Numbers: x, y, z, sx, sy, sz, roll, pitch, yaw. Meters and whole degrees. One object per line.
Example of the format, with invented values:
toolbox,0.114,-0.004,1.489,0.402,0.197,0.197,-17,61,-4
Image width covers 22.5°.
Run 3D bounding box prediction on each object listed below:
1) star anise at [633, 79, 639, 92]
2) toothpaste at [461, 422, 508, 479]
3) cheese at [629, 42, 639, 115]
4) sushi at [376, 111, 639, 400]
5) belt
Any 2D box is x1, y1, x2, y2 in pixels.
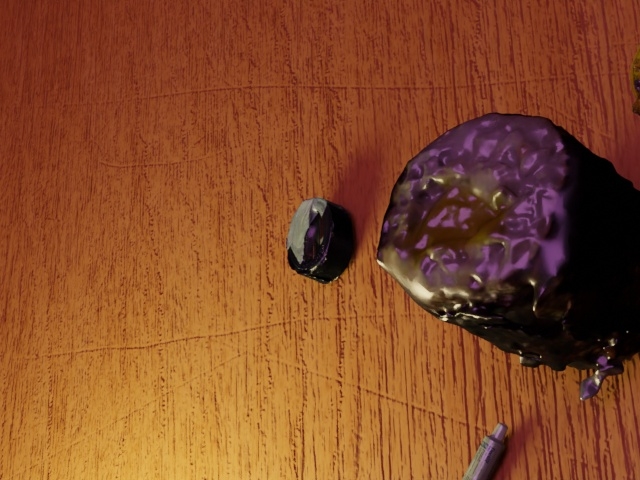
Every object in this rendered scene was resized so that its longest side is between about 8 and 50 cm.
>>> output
star anise,0.488,-0.154,2.078,0.195,0.065,0.182,35,105,13
toothpaste,0.198,0.330,2.130,0.048,0.029,0.197,27,90,51
cheese,0.499,-0.270,2.154,0.156,0.064,0.250,30,92,47
sushi,0.272,0.010,2.044,0.299,0.294,0.281,22,80,47
belt,0.000,0.000,2.486,0.105,0.058,0.140,-23,57,40
